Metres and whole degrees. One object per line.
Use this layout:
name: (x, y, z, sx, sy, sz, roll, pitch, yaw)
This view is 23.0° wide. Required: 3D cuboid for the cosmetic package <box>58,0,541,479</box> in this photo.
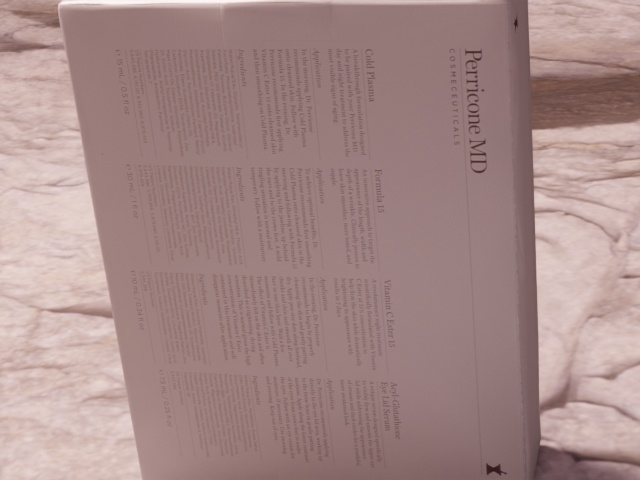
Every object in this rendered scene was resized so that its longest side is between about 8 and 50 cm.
cosmetic package: (0.000, 0.000, 1.063, 0.284, 0.377, 0.097, 3, 30, 16)
